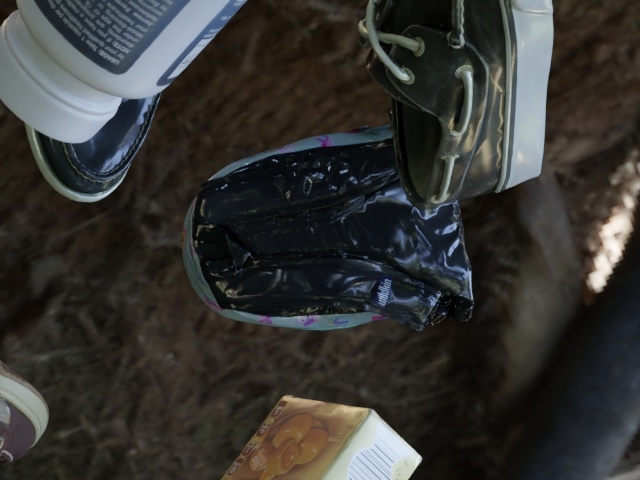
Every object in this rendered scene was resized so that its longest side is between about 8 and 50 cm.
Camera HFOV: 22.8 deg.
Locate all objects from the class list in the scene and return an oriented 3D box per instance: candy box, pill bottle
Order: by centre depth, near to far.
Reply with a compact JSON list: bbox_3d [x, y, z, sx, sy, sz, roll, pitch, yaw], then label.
[{"bbox_3d":[-0.106,-0.143,0.887,0.108,0.180,0.108,36,27,-21],"label":"pill bottle"},{"bbox_3d":[-0.059,0.304,1.558,0.087,0.183,0.316,46,68,-21],"label":"candy box"}]

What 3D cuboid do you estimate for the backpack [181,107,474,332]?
[{"bbox_3d":[0.000,0.000,1.056,0.182,0.115,0.152,-8,80,-9],"label":"backpack"}]

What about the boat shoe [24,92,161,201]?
[{"bbox_3d":[-0.167,-0.203,1.379,0.127,0.113,0.340,25,67,-31],"label":"boat shoe"}]

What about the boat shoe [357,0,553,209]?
[{"bbox_3d":[0.057,-0.086,0.699,0.219,0.070,0.078,77,-12,-53],"label":"boat shoe"}]

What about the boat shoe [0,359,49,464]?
[{"bbox_3d":[-0.311,0.139,1.280,0.123,0.342,0.123,28,72,7],"label":"boat shoe"}]
